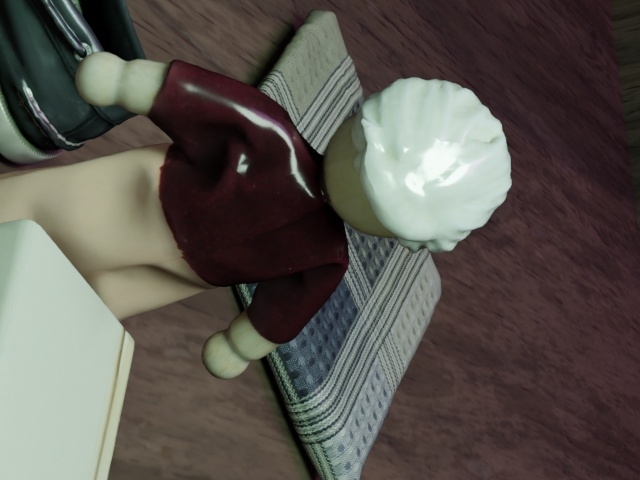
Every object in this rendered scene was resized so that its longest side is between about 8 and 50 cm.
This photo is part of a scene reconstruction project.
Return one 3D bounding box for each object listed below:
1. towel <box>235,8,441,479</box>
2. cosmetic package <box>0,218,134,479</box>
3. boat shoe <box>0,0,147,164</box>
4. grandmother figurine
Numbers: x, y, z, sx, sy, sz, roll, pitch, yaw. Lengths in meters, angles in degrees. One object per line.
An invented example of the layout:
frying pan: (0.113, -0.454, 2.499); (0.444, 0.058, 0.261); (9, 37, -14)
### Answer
towel: (0.000, 0.000, 1.547); (0.312, 0.056, 0.324); (67, 27, -20)
cosmetic package: (-0.198, 0.151, 0.830); (0.113, 0.160, 0.309); (56, 32, -45)
boat shoe: (-0.172, -0.223, 1.129); (0.127, 0.113, 0.340); (2, 77, -66)
grandmother figurine: (-0.065, -0.019, 0.986); (0.104, 0.342, 0.208); (-80, 150, -42)
